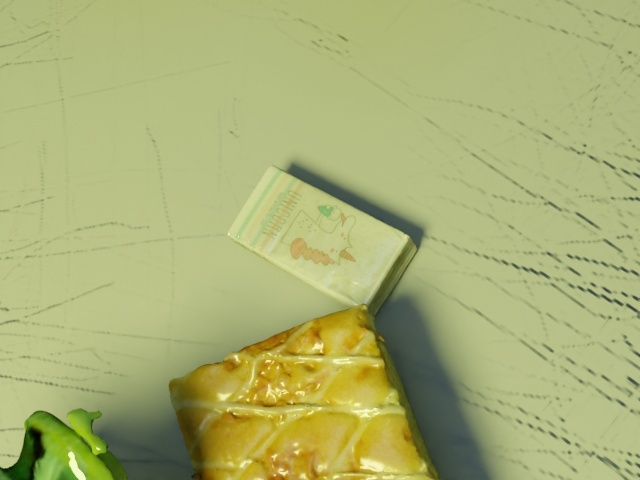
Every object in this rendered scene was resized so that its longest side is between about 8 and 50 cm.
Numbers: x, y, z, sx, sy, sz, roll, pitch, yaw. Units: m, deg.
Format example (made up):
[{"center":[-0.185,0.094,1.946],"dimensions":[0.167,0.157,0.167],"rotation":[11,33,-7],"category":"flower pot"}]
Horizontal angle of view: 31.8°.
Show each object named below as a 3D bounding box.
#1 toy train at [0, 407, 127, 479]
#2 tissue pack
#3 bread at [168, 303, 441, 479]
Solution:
[{"center":[-0.120,0.218,0.549],"dimensions":[0.271,0.188,0.159],"rotation":[36,58,28],"category":"toy train"},{"center":[0.000,0.000,0.690],"dimensions":[0.108,0.023,0.056],"rotation":[30,81,25],"category":"tissue pack"},{"center":[0.006,0.140,0.612],"dimensions":[0.125,0.068,0.188],"rotation":[-26,65,7],"category":"bread"}]
